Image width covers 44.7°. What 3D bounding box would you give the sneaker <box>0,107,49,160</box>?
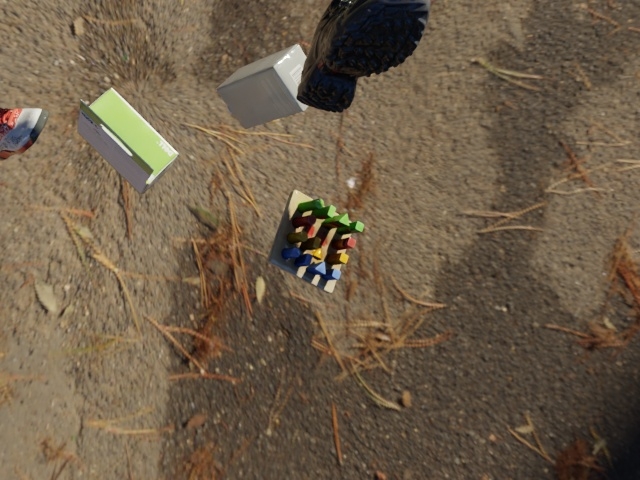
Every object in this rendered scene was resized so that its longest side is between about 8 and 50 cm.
[{"bbox_3d":[-0.715,-0.259,1.718,0.145,0.270,0.090,35,61,-32],"label":"sneaker"}]

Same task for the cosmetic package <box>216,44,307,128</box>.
[{"bbox_3d":[-0.119,-0.352,1.809,0.107,0.238,0.127,-50,119,-29],"label":"cosmetic package"}]

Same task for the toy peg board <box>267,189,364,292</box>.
[{"bbox_3d":[0.000,0.000,1.553,0.161,0.079,0.160,29,69,-29],"label":"toy peg board"}]

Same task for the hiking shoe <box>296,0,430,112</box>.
[{"bbox_3d":[0.037,-0.230,0.827,0.086,0.227,0.114,12,68,-26],"label":"hiking shoe"}]

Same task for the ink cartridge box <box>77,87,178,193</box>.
[{"bbox_3d":[-0.375,-0.204,1.527,0.189,0.255,0.097,45,73,-9],"label":"ink cartridge box"}]
